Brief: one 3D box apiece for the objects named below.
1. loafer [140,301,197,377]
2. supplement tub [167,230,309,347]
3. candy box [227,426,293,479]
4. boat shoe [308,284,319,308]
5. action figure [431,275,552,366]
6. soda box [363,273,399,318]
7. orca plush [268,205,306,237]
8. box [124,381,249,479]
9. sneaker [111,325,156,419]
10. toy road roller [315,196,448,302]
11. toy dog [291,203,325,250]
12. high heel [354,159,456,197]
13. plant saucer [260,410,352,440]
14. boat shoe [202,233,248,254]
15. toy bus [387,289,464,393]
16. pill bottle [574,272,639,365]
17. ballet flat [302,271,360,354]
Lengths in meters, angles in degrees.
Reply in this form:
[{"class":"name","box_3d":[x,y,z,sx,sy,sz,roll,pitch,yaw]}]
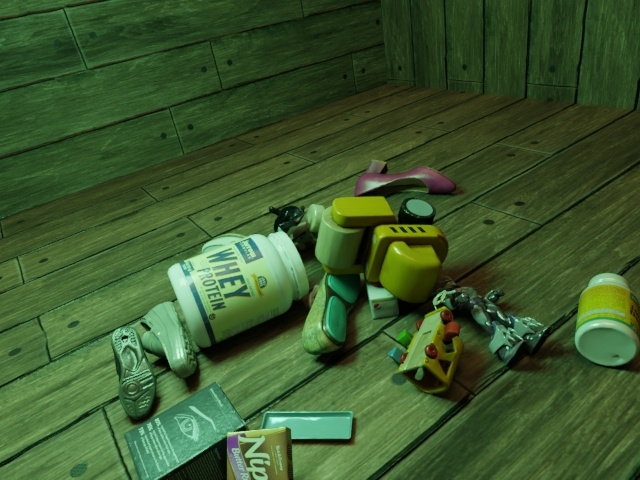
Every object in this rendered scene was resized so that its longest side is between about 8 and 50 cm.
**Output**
[{"class":"loafer","box_3d":[-0.403,0.266,1.227,0.111,0.112,0.319,-27,25,-17]},{"class":"supplement tub","box_3d":[-0.219,0.122,1.274,0.325,0.235,0.235,-22,32,-19]},{"class":"candy box","box_3d":[-0.102,0.425,0.810,0.109,0.053,0.186,-7,64,6]},{"class":"boat shoe","box_3d":[-0.007,0.160,1.344,0.035,0.035,0.100,-4,24,18]},{"class":"action figure","box_3d":[0.390,0.166,1.126,0.185,0.099,0.285,-8,33,-30]},{"class":"soda box","box_3d":[0.164,0.122,1.317,0.074,0.069,0.216,-9,30,3]},{"class":"orca plush","box_3d":[-0.124,-0.060,1.448,0.102,0.151,0.287,30,4,-5]},{"class":"box","box_3d":[-0.253,0.405,0.926,0.207,0.108,0.153,-25,32,-24]},{"class":"sneaker","box_3d":[-0.452,0.335,1.153,0.087,0.130,0.227,-18,58,-21]},{"class":"toy road roller","box_3d":[0.167,0.031,1.203,0.330,0.202,0.240,-1,41,-14]},{"class":"toy dog","box_3d":[0.000,0.000,1.478,0.220,0.160,0.333,6,-11,-1]},{"class":"high heel","box_3d":[0.321,-0.195,1.820,0.377,0.127,0.181,16,67,32]},{"class":"plant saucer","box_3d":[-0.029,0.387,0.976,0.192,0.018,0.067,-5,30,11]},{"class":"boat shoe","box_3d":[-0.261,0.048,1.541,0.302,0.113,0.103,0,26,16]},{"class":"toy bus","box_3d":[0.259,0.235,1.032,0.202,0.104,0.191,-48,6,8]},{"class":"pill bottle","box_3d":[0.634,0.165,1.038,0.118,0.117,0.208,7,34,29]},{"class":"ballet flat","box_3d":[0.023,0.172,1.251,0.123,0.123,0.348,-3,29,14]}]
